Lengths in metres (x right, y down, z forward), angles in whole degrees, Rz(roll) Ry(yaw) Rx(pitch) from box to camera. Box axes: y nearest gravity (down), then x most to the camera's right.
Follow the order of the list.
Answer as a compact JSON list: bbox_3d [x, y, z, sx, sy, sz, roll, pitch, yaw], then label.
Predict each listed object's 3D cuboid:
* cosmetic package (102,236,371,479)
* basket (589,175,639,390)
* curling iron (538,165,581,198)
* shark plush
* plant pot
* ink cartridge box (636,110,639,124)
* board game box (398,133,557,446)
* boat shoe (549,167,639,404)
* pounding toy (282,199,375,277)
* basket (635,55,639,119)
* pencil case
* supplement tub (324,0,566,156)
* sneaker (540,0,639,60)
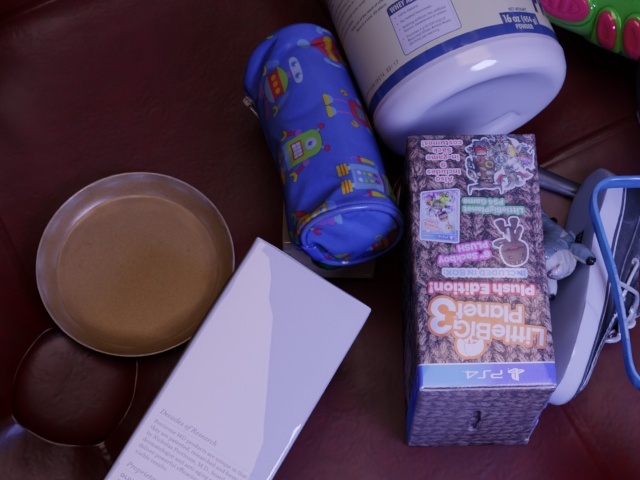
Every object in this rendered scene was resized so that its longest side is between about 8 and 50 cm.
[{"bbox_3d":[-0.110,0.203,1.486,0.155,0.197,0.366,31,69,-2],"label":"cosmetic package"},{"bbox_3d":[0.458,0.033,1.533,0.288,0.201,0.255,-8,68,-2],"label":"basket"},{"bbox_3d":[0.213,-0.114,1.719,0.274,0.035,0.068,27,70,10],"label":"curling iron"},{"bbox_3d":[0.264,-0.008,1.585,0.067,0.073,0.161,36,34,-22],"label":"shark plush"},{"bbox_3d":[-0.220,0.031,1.655,0.236,0.032,0.236,0,68,-1],"label":"plant pot"},{"bbox_3d":[0.527,-0.174,1.675,0.237,0.172,0.100,-13,70,-6],"label":"ink cartridge box"},{"bbox_3d":[0.166,0.060,1.540,0.141,0.232,0.291,-1,67,0],"label":"board game box"},{"bbox_3d":[0.327,0.064,1.610,0.105,0.113,0.306,27,55,-13],"label":"boat shoe"},{"bbox_3d":[0.000,0.000,1.646,0.130,0.100,0.141,1,55,-1],"label":"pounding toy"},{"bbox_3d":[0.470,-0.160,1.497,0.226,0.154,0.204,-11,43,-1],"label":"basket"},{"bbox_3d":[-0.005,-0.110,1.588,0.133,0.119,0.306,-28,53,13],"label":"pencil case"},{"bbox_3d":[0.129,-0.287,1.637,0.235,0.235,0.325,-18,71,-8],"label":"supplement tub"},{"bbox_3d":[0.313,-0.369,1.778,0.482,0.185,0.202,36,32,22],"label":"sneaker"}]
